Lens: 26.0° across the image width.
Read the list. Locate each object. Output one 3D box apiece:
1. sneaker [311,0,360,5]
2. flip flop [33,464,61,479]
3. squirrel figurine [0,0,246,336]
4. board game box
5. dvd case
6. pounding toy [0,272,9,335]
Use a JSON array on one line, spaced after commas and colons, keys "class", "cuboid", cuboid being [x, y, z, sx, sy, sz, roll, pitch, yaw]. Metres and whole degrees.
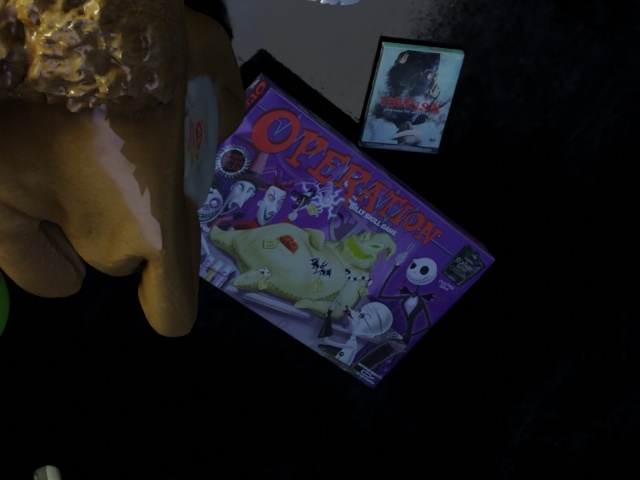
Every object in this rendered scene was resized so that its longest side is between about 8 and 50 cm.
[{"class": "sneaker", "cuboid": [-0.019, -0.277, 1.272, 0.170, 0.063, 0.075, 26, 125, -21]}, {"class": "flip flop", "cuboid": [-0.298, 0.385, 1.707, 0.080, 0.112, 0.277, -15, 124, -18]}, {"class": "squirrel figurine", "cuboid": [-0.286, -0.118, 1.157, 0.370, 0.281, 0.397, 4, 150, 10]}, {"class": "board game box", "cuboid": [0.000, 0.000, 1.477, 0.346, 0.056, 0.208, 35, 100, -30]}, {"class": "dvd case", "cuboid": [0.093, -0.145, 1.424, 0.087, 0.013, 0.119, 5, 126, -14]}, {"class": "pounding toy", "cuboid": [-0.439, 0.111, 1.459, 0.237, 0.110, 0.183, -40, 123, 19]}]
